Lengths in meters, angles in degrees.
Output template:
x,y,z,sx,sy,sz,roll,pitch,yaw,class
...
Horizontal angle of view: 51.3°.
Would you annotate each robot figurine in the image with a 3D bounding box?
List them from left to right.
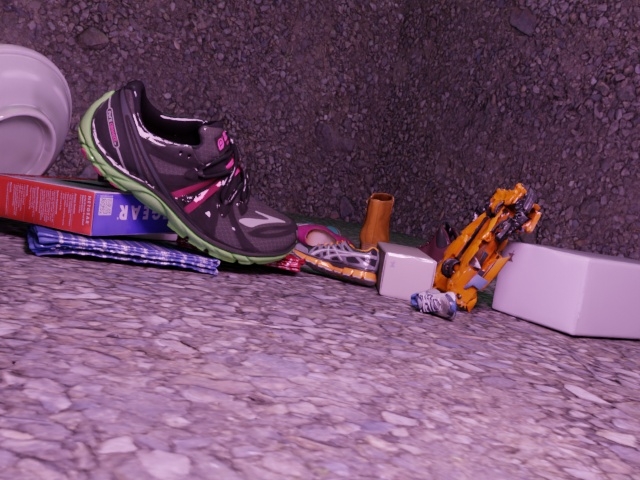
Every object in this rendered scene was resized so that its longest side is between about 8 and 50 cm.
x,y,z,sx,sy,sz,roll,pitch,yaw,class
0.352,0.006,1.414,0.085,0.291,0.211,38,0,-13,robot figurine

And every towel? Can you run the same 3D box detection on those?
x,y,z,sx,sy,sz,roll,pitch,yaw,class
-0.385,0.017,1.283,0.336,0.040,0.243,10,3,-27,towel
-0.181,0.022,1.474,0.275,0.031,0.199,13,0,-12,towel

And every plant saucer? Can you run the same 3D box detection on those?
x,y,z,sx,sy,sz,roll,pitch,yaw,class
-0.655,-0.194,1.348,0.101,0.400,0.400,39,14,18,plant saucer

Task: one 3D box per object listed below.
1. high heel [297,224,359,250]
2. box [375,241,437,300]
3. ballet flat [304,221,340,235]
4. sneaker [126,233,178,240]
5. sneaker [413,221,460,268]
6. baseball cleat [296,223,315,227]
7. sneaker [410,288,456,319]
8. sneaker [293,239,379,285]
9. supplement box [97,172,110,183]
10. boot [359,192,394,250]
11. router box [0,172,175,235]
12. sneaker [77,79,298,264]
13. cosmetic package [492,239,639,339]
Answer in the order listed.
x,y,z,sx,sy,sz,roll,pitch,yaw,class
0.000,0.000,1.988,0.244,0.082,0.117,28,3,31,high heel
0.182,0.066,1.502,0.113,0.094,0.275,10,5,2,box
0.015,-0.015,2.297,0.213,0.072,0.068,20,-19,52,ballet flat
-0.378,-0.062,1.658,0.321,0.127,0.126,6,8,-28,sneaker
0.333,0.020,1.950,0.107,0.162,0.281,8,6,-28,sneaker
-0.091,-0.023,2.241,0.206,0.072,0.109,11,20,35,baseball cleat
0.210,0.120,1.249,0.058,0.052,0.135,-1,0,-16,sneaker
0.037,0.037,1.500,0.215,0.083,0.084,16,-12,22,sneaker
-0.378,-0.156,1.452,0.188,0.080,0.104,7,6,-9,supplement box
0.169,-0.027,1.873,0.104,0.211,0.295,12,5,11,boot
-0.465,-0.077,1.380,0.301,0.082,0.335,10,6,23,router box
-0.220,-0.119,1.277,0.483,0.202,0.185,35,22,-26,sneaker
0.632,0.115,1.474,0.454,0.161,0.230,8,5,-30,cosmetic package
